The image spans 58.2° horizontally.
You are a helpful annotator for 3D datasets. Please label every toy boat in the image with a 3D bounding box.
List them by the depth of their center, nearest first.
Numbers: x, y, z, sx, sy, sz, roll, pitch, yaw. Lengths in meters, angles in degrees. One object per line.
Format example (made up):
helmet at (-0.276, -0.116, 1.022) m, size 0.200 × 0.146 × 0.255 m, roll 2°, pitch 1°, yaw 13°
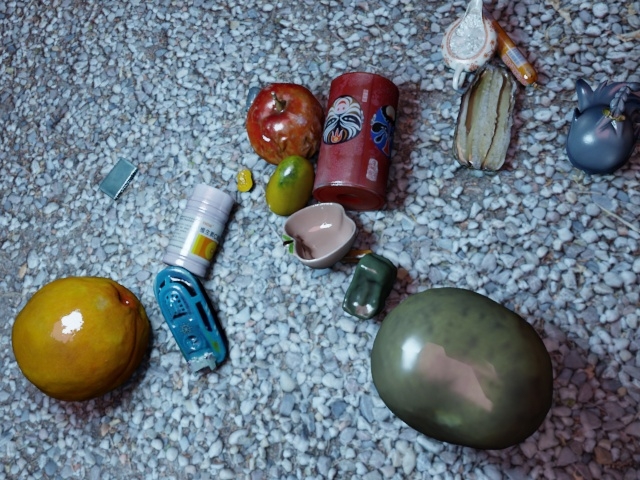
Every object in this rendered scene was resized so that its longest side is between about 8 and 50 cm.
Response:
toy boat at (-0.363, 0.215, 1.560) m, size 0.134 × 0.092 × 0.299 m, roll -24°, pitch 96°, yaw 9°

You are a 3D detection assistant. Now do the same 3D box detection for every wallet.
wallet at (-0.651, -0.199, 1.855) m, size 0.088 × 0.026 × 0.129 m, roll 32°, pitch 84°, yaw 25°

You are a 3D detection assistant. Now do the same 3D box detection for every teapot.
teapot at (0.424, -0.552, 1.650) m, size 0.159 × 0.116 × 0.245 m, roll 10°, pitch 90°, yaw 16°
teapot at (-0.203, -0.437, 1.813) m, size 0.049 × 0.063 × 0.083 m, roll 1°, pitch 74°, yaw 47°

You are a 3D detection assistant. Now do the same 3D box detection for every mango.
mango at (-0.079, -0.158, 1.605) m, size 0.120 × 0.221 × 0.151 m, roll 36°, pitch 52°, yaw 8°

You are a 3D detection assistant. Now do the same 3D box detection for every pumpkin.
pumpkin at (-0.225, -0.176, 1.741) m, size 0.050 × 0.028 × 0.083 m, roll -12°, pitch 62°, yaw 12°

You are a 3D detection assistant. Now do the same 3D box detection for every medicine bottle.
medicine bottle at (-0.353, -0.028, 1.673) m, size 0.133 × 0.133 × 0.250 m, roll 16°, pitch 77°, yaw 18°

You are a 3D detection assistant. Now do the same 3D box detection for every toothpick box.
toothpick box at (0.101, -0.269, 1.597) m, size 0.204 × 0.204 × 0.333 m, roll 5°, pitch 75°, yaw 15°

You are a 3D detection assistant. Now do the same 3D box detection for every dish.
dish at (0.000, 0.000, 1.573) m, size 0.213 × 0.090 × 0.213 m, roll -10°, pitch 47°, yaw 11°

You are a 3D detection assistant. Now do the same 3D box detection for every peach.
peach at (-0.628, 0.251, 1.545) m, size 0.301 × 0.343 × 0.343 m, roll -28°, pitch 69°, yaw 7°

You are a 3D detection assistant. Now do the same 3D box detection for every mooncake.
mooncake at (0.126, 0.119, 1.491) m, size 0.104 × 0.175 × 0.168 m, roll 29°, pitch 56°, yaw 20°

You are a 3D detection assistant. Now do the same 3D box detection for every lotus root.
lotus root at (0.449, -0.339, 1.605) m, size 0.167 × 0.078 × 0.329 m, roll 19°, pitch 76°, yaw -5°

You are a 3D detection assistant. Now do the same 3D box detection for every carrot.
carrot at (0.056, 0.040, 1.600) m, size 0.190 × 0.037 × 0.037 m, roll 3°, pitch 74°, yaw 15°

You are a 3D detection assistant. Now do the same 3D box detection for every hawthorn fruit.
hawthorn fruit at (-0.101, -0.347, 1.635) m, size 0.242 × 0.272 × 0.242 m, roll -2°, pitch 67°, yaw 5°

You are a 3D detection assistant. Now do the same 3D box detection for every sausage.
sausage at (0.525, -0.570, 1.664) m, size 0.053 × 0.053 × 0.348 m, roll -29°, pitch 68°, yaw 4°

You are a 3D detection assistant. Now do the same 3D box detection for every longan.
longan at (0.309, 0.284, 1.293) m, size 0.404 × 0.404 × 0.336 m, roll 20°, pitch 119°, yaw 19°

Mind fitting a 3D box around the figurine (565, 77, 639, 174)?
figurine at (0.730, -0.300, 1.475) m, size 0.175 × 0.197 × 0.265 m, roll 1°, pitch 76°, yaw 40°
